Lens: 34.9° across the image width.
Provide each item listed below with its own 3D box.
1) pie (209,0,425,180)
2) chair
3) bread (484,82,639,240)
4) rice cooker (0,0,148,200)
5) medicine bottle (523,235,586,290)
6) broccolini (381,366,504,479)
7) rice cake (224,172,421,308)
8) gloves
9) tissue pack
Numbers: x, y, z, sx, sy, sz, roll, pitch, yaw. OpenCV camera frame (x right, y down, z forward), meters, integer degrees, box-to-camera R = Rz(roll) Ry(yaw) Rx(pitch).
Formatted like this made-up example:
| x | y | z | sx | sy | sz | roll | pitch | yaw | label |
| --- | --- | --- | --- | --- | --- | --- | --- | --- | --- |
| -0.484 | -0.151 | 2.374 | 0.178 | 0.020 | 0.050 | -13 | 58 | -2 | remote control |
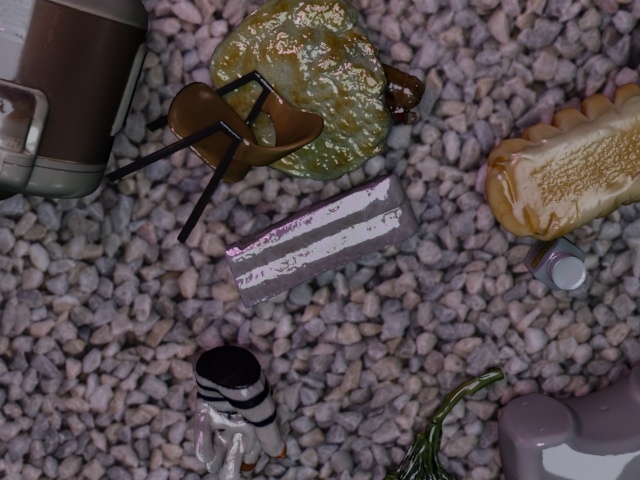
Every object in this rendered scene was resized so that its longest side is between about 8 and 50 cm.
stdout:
| x | y | z | sx | sy | sz | roll | pitch | yaw | label |
| --- | --- | --- | --- | --- | --- | --- | --- | --- | --- |
| -0.017 | -0.214 | 1.459 | 0.257 | 0.105 | 0.274 | -40 | 102 | 17 | pie |
| -0.138 | -0.137 | 1.399 | 0.172 | 0.159 | 0.247 | 42 | 124 | -14 | chair |
| 0.388 | -0.116 | 1.494 | 0.311 | 0.121 | 0.173 | -22 | 101 | 2 | bread |
| -0.403 | -0.211 | 1.321 | 0.335 | 0.335 | 0.325 | 18 | 99 | -7 | rice cooker |
| 0.358 | 0.034 | 1.532 | 0.055 | 0.118 | 0.074 | 34 | 101 | -11 | medicine bottle |
| 0.222 | 0.323 | 1.634 | 0.123 | 0.062 | 0.271 | 36 | 97 | -21 | broccolini |
| -0.002 | -0.001 | 1.537 | 0.298 | 0.050 | 0.106 | -24 | 104 | 3 | rice cake |
| -0.129 | 0.270 | 1.573 | 0.140 | 0.131 | 0.219 | -8 | 135 | -3 | gloves |
| 0.453 | 0.343 | 1.556 | 0.333 | 0.229 | 0.236 | -16 | 102 | 0 | tissue pack |
